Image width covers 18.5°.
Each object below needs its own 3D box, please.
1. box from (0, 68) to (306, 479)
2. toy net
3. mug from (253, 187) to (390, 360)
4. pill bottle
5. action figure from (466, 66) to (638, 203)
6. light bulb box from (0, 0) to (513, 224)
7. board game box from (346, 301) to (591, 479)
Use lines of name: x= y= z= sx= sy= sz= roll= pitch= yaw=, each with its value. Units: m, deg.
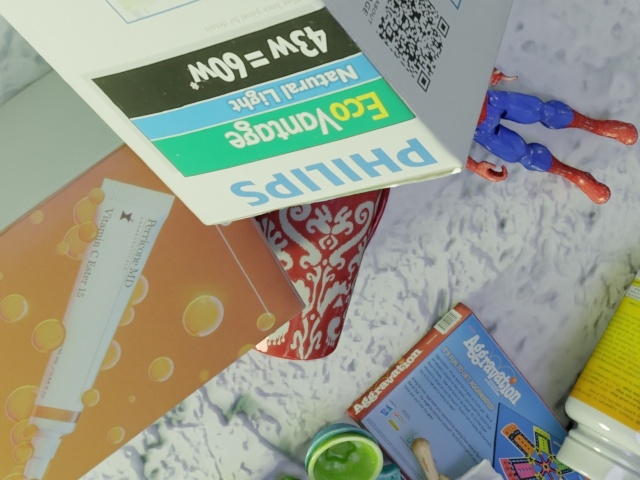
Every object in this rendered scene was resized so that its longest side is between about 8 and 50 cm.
box: x=-0.223 y=0.047 z=1.471 sx=0.345 sy=0.168 sz=0.215 roll=-37 pitch=124 yaw=-11
toy net: x=0.072 y=0.232 z=1.770 sx=0.232 sy=0.045 sz=0.122 roll=20 pitch=113 yaw=-28
mug: x=0.002 y=0.004 z=1.619 sx=0.150 sy=0.113 sz=0.169 roll=0 pitch=114 yaw=-28
pill bottle: x=0.306 y=0.129 z=1.828 sx=0.117 sy=0.117 sz=0.215 roll=31 pitch=88 yaw=-36
action figure: x=0.165 y=-0.093 z=1.655 sx=0.280 sy=0.139 sz=0.091 roll=17 pitch=101 yaw=-31
light bulb box: x=-0.046 y=-0.265 z=1.305 sx=0.361 sy=0.225 sz=0.358 roll=48 pitch=46 yaw=-35
board game box: x=0.152 y=0.195 z=1.837 sx=0.145 sy=0.027 sz=0.281 roll=-43 pitch=125 yaw=-5
